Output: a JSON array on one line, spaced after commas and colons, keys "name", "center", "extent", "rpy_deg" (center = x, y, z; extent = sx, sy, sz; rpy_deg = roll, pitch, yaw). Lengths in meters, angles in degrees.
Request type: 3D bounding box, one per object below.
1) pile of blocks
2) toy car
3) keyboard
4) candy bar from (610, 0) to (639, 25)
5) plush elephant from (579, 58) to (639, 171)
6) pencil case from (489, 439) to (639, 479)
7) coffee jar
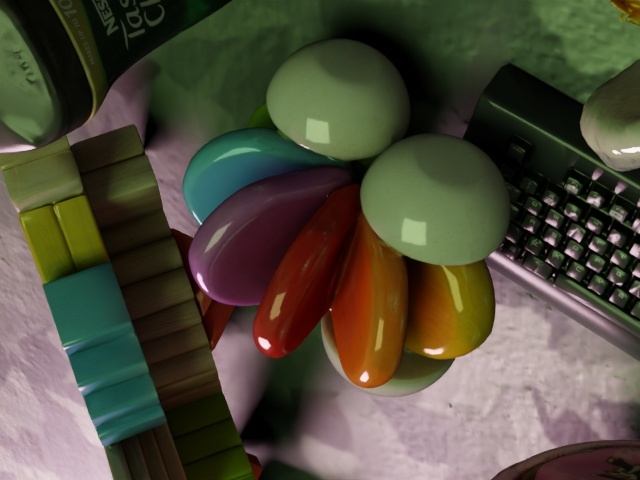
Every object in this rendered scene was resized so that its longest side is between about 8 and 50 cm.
[{"name": "pile of blocks", "center": [-0.091, 0.082, 0.950], "extent": [0.149, 0.112, 0.362], "rpy_deg": [-121, 13, -55]}, {"name": "toy car", "center": [0.000, 0.000, 0.789], "extent": [0.182, 0.136, 0.159], "rpy_deg": [48, 144, 29]}, {"name": "keyboard", "center": [0.211, 0.014, 0.740], "extent": [0.317, 0.033, 0.201], "rpy_deg": [31, 137, 11]}, {"name": "candy bar", "center": [0.154, -0.159, 0.651], "extent": [0.040, 0.018, 0.161], "rpy_deg": [23, 134, 21]}, {"name": "plush elephant", "center": [0.145, -0.175, 0.488], "extent": [0.330, 0.272, 0.255], "rpy_deg": [57, 176, 22]}, {"name": "pencil case", "center": [0.183, 0.298, 0.901], "extent": [0.167, 0.160, 0.386], "rpy_deg": [-10, 122, 4]}, {"name": "coffee jar", "center": [-0.116, -0.123, 0.758], "extent": [0.079, 0.184, 0.096], "rpy_deg": [-3, 123, 39]}]
